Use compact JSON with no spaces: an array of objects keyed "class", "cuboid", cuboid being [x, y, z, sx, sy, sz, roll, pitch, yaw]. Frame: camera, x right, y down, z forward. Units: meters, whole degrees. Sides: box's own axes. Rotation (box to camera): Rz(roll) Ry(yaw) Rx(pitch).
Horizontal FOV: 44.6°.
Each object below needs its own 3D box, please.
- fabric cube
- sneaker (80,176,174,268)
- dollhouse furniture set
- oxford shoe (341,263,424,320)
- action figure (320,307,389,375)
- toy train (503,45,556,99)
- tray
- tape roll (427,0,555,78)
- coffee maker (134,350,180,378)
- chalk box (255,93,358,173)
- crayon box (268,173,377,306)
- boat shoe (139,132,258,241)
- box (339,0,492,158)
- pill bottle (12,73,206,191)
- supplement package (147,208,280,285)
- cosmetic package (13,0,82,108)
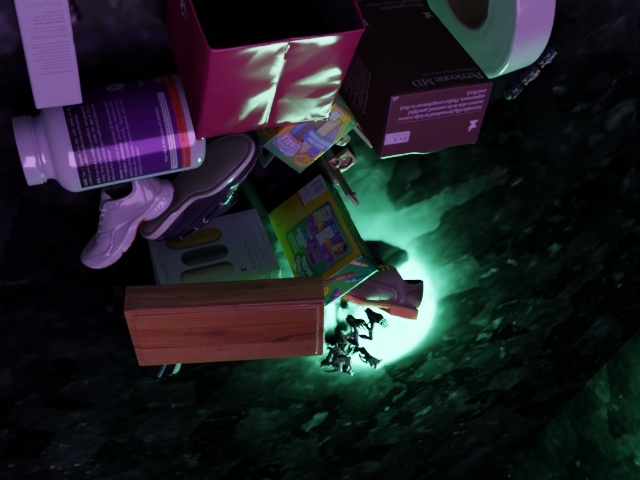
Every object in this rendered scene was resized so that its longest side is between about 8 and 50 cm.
[{"class":"fabric cube","cuboid":[-0.109,-0.354,1.292,0.259,0.254,0.258,-12,161,-18]},{"class":"sneaker","cuboid":[-0.437,-0.055,1.648,0.262,0.099,0.121,-45,131,12]},{"class":"dollhouse furniture set","cuboid":[0.086,-0.190,1.748,0.151,0.123,0.144,-36,141,12]},{"class":"oxford shoe","cuboid":[0.137,0.119,2.173,0.363,0.130,0.133,18,92,-34]},{"class":"action figure","cuboid":[0.100,0.338,2.362,0.164,0.141,0.276,-11,140,-37]},{"class":"toy train","cuboid":[0.494,-0.391,1.826,0.036,0.027,0.158,13,128,-44]},{"class":"tray","cuboid":[-0.198,0.178,1.683,0.410,0.076,0.203,-4,138,-4]},{"class":"tape roll","cuboid":[0.264,-0.469,1.311,0.072,0.392,0.392,-20,142,-8]},{"class":"coffee maker","cuboid":[-0.418,0.260,2.014,0.171,0.120,0.178,22,124,-16]},{"class":"chalk box","cuboid":[-0.058,-0.241,1.602,0.213,0.132,0.132,-39,141,14]},{"class":"crayon box","cuboid":[0.000,0.000,1.795,0.165,0.278,0.081,-36,139,14]},{"class":"boat shoe","cuboid":[-0.239,-0.099,1.668,0.340,0.127,0.113,-40,140,21]},{"class":"box","cuboid":[0.127,-0.325,1.405,0.191,0.381,0.143,-11,140,-18]},{"class":"pill bottle","cuboid":[-0.384,-0.194,1.431,0.322,0.182,0.182,-13,140,-16]},{"class":"supplement package","cuboid":[-0.246,0.085,1.817,0.262,0.199,0.198,-13,140,-14]},{"class":"cosmetic package","cuboid":[-0.448,-0.344,1.274,0.085,0.117,0.231,-12,141,-16]}]
